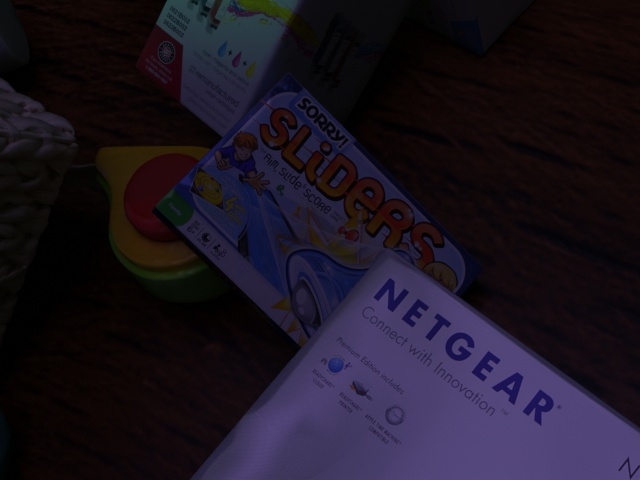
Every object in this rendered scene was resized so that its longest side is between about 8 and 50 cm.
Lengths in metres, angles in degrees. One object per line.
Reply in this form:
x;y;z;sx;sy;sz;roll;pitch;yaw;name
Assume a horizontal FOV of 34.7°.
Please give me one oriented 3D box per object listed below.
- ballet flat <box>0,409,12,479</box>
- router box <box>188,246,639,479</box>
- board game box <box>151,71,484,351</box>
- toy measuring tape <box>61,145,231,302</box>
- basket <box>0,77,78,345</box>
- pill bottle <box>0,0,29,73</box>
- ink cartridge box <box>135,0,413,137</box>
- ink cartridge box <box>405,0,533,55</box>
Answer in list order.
-0.285;0.227;0.713;0.087;0.083;0.247;11;66;55;ballet flat
0.069;0.215;0.539;0.335;0.082;0.301;36;82;29;router box
0.000;0.000;0.729;0.201;0.035;0.136;44;77;-7;board game box
-0.162;-0.011;0.803;0.330;0.121;0.121;1;62;17;toy measuring tape
-0.412;-0.037;0.704;0.328;0.331;0.266;33;106;24;basket
-0.390;-0.167;0.951;0.216;0.121;0.121;-20;58;4;pill bottle
-0.031;-0.175;0.808;0.128;0.127;0.176;40;109;31;ink cartridge box
0.103;-0.241;0.870;0.143;0.092;0.090;34;76;31;ink cartridge box
